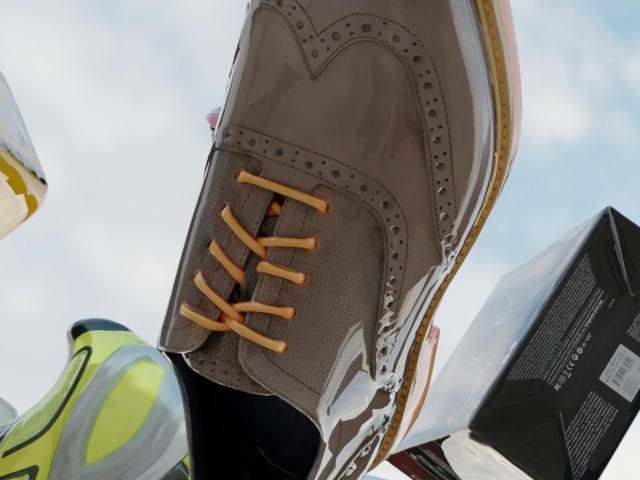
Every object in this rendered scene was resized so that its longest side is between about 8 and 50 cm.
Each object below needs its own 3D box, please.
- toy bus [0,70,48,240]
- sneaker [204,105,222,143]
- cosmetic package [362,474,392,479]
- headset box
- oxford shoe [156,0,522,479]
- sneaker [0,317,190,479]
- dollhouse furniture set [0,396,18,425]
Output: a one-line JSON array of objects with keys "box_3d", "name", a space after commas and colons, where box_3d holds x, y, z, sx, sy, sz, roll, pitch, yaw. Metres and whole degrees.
[{"box_3d": [-0.339, -0.001, 0.831, 0.332, 0.108, 0.130, -25, -105, 0], "name": "toy bus"}, {"box_3d": [-0.037, -0.082, 1.139, 0.119, 0.047, 0.057, 3, -77, 5], "name": "sneaker"}, {"box_3d": [0.058, 0.292, 1.366, 0.239, 0.060, 0.099, 16, -69, -8], "name": "cosmetic package"}, {"box_3d": [0.178, 0.118, 1.158, 0.110, 0.218, 0.293, 36, -17, -1], "name": "headset box"}, {"box_3d": [0.000, 0.000, 0.607, 0.130, 0.133, 0.364, 20, -51, 22], "name": "oxford shoe"}, {"box_3d": [-0.220, 0.212, 0.870, 0.384, 0.145, 0.147, -41, -110, -10], "name": "sneaker"}, {"box_3d": [-0.551, 0.285, 1.473, 0.394, 0.362, 0.256, -42, -60, 4], "name": "dollhouse furniture set"}]
